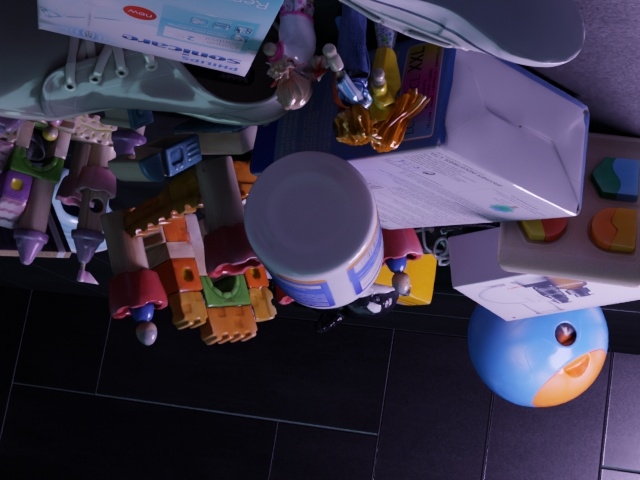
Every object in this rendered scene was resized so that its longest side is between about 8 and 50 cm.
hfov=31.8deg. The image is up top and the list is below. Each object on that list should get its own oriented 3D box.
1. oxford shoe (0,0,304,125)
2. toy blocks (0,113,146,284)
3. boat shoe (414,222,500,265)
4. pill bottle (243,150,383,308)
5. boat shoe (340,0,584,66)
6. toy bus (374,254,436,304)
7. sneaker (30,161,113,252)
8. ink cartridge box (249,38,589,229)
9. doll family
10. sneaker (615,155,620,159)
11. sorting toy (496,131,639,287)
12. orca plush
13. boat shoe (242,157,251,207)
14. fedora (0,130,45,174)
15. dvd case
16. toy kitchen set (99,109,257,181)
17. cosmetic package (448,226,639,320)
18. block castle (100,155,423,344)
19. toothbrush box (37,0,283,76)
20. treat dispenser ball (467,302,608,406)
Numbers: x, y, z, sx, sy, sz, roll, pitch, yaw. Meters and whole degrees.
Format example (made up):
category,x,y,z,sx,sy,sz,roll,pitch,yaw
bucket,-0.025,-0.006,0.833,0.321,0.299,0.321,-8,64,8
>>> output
category,x,y,z,sx,sy,sz,roll,pitch,yaw
oxford shoe,-0.228,-0.214,1.240,0.449,0.169,0.130,5,172,-14
toy blocks,-0.439,-0.091,1.721,0.289,0.260,0.309,17,166,-30
boat shoe,0.203,-0.015,1.958,0.306,0.105,0.113,1,165,34
pill bottle,0.000,0.000,1.382,0.152,0.152,0.272,8,167,7
boat shoe,0.120,-0.228,1.078,0.268,0.096,0.088,13,171,-13
toy bus,0.081,0.040,2.183,0.333,0.108,0.130,18,167,-36
sneaker,-0.472,-0.051,2.229,0.150,0.135,0.366,7,169,23
ink cartridge box,0.099,-0.122,1.438,0.270,0.151,0.395,21,162,-39
doll family,0.040,-0.173,1.159,0.118,0.163,0.263,-2,174,21
sneaker,0.300,-0.099,1.552,0.236,0.095,0.104,3,159,30
sorting toy,0.335,-0.050,1.460,0.193,0.208,0.038,8,157,7
orca plush,-0.005,0.117,2.090,0.287,0.102,0.151,11,169,-4
boat shoe,-0.125,-0.069,1.971,0.096,0.098,0.277,15,165,-22
fedora,-0.617,-0.141,1.942,0.275,0.124,0.244,7,167,10
dvd case,-0.529,-0.034,1.816,0.221,0.164,0.018,2,131,-34
toy kitchen set,-0.201,-0.184,1.596,0.122,0.166,0.207,3,-157,30
cosmetic package,0.439,0.037,1.871,0.377,0.097,0.284,-12,162,25
block castle,-0.086,0.024,1.714,0.303,0.212,0.453,-22,167,37
toothbrush box,-0.137,-0.269,1.003,0.216,0.126,0.295,12,169,-12
treat dispenser ball,0.450,0.202,2.339,0.288,0.288,0.288,9,168,2
